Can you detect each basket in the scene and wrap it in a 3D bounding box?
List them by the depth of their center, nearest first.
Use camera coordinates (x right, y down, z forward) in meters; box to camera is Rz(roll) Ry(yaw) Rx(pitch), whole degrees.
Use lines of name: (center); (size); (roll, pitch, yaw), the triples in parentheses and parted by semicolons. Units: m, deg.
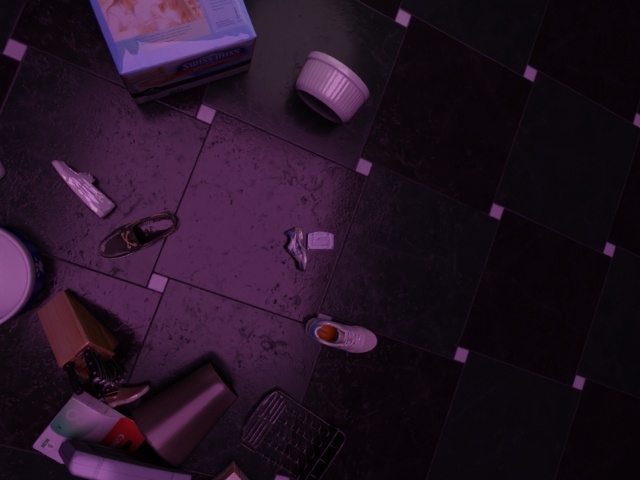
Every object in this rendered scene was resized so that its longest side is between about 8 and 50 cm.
basket: (-0.350, 0.456, 1.184); (0.226, 0.154, 0.204); (-38, 100, -14)

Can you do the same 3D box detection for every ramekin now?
ramekin: (0.025, -0.426, 1.243); (0.207, 0.207, 0.109); (34, 92, -12)

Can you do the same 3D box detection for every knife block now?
knife block: (-0.595, 0.260, 1.068); (0.088, 0.242, 0.276); (-42, 100, -11)

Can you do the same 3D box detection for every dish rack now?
dish rack: (-0.088, 0.585, 1.288); (0.271, 0.074, 0.208); (38, 81, -11)

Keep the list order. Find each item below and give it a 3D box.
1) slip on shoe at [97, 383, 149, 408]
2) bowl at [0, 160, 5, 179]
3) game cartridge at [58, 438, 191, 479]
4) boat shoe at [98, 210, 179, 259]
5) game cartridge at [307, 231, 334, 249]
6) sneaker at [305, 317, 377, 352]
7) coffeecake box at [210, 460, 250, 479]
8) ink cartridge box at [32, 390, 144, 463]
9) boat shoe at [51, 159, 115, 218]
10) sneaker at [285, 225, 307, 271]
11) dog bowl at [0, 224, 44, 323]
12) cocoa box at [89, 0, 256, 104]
slip on shoe: (-0.537, 0.418, 1.186); (0.135, 0.051, 0.041); (-20, 97, -5)
bowl: (-0.891, -0.190, 1.087); (0.142, 0.053, 0.142); (-36, 100, -13)
game cartridge: (-0.485, 0.567, 1.088); (0.297, 0.198, 0.062); (31, 67, -29)
boat shoe: (-0.495, -0.016, 1.179); (0.227, 0.068, 0.081); (-28, 97, -12)
game cartridge: (0.000, 0.000, 1.333); (0.083, 0.017, 0.056); (1, 94, -14)
sneaker: (0.070, 0.294, 1.314); (0.228, 0.092, 0.088); (14, 86, -15)
coffeecake box: (-0.249, 0.762, 1.251); (0.142, 0.068, 0.186); (-38, 99, -10)
ink cartridge box: (-0.599, 0.523, 1.148); (0.224, 0.056, 0.181); (39, 96, -11)
boat shoe: (-0.623, -0.145, 1.152); (0.184, 0.066, 0.063); (48, 66, -8)
sneaker: (-0.073, 0.028, 1.302); (0.057, 0.052, 0.136); (-10, 86, -4)
dog bowl: (-0.843, 0.086, 1.075); (0.264, 0.104, 0.265); (0, 91, -14)
cocoa box: (-0.370, -0.540, 1.123); (0.346, 0.228, 0.232); (-22, 96, -13)
